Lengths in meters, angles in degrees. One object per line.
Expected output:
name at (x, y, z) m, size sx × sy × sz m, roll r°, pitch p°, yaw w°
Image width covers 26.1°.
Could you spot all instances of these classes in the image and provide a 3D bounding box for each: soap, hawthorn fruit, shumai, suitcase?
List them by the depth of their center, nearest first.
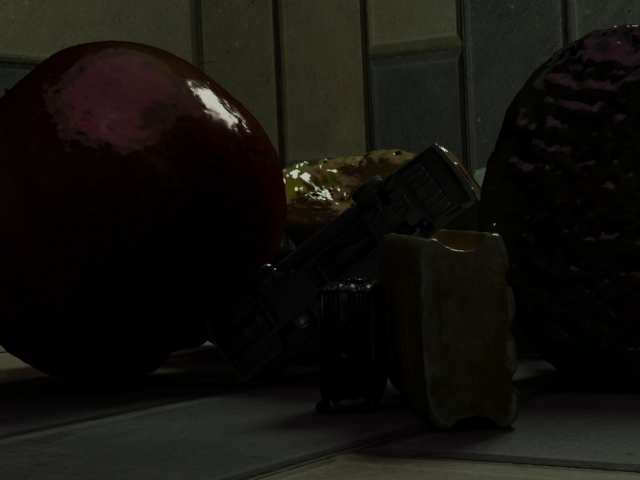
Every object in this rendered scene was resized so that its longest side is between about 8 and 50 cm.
soap at (0.114, 0.073, 1.297) m, size 0.089 × 0.174 × 0.274 m, roll -4°, pitch 1°, yaw -4°
suitcase at (0.030, 0.099, 1.331) m, size 0.059 × 0.126 × 0.086 m, roll -1°, pitch 1°, yaw 12°
shumai at (0.373, 0.002, 1.522) m, size 0.395 × 0.395 × 0.348 m, roll -2°, pitch -22°, yaw 22°
hawthorn fruit at (-0.258, -0.044, 1.625) m, size 0.402 × 0.403 × 0.403 m, roll -3°, pitch 1°, yaw 0°

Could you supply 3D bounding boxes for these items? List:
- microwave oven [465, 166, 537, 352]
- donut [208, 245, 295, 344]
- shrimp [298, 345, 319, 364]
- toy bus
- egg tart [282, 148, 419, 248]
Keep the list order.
microwave oven at (0.278, 0.019, 1.887) m, size 0.181 × 0.238 × 0.295 m, roll -2°, pitch 11°, yaw 9°
donut at (-0.057, 0.089, 1.955) m, size 0.330 × 0.160 × 0.330 m, roll 9°, pitch -1°, yaw 0°
shrimp at (0.000, 0.135, 1.744) m, size 0.174 × 0.082 × 0.076 m, roll 7°, pitch -37°, yaw 39°
toy bus at (0.032, 0.027, 1.566) m, size 0.342 × 0.097 × 0.138 m, roll -39°, pitch -15°, yaw 13°
egg tart at (0.059, -0.039, 1.777) m, size 0.288 × 0.118 × 0.288 m, roll -9°, pitch 14°, yaw 2°
